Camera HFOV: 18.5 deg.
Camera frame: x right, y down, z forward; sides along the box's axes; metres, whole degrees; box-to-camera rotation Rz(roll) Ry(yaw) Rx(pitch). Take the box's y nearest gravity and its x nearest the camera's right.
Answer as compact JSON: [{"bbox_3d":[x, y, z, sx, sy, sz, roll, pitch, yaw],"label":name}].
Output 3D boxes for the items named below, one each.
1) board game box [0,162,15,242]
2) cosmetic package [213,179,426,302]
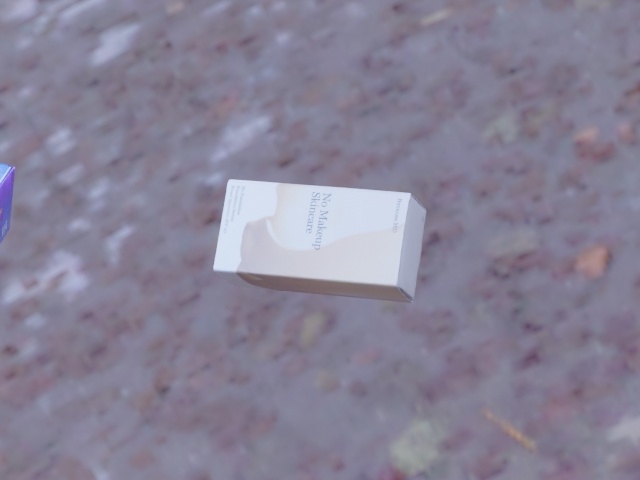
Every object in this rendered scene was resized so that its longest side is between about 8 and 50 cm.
[{"bbox_3d":[-0.430,0.030,1.642,0.233,0.078,0.347,17,39,6],"label":"board game box"},{"bbox_3d":[0.000,0.000,1.154,0.115,0.041,0.060,3,76,18],"label":"cosmetic package"}]
